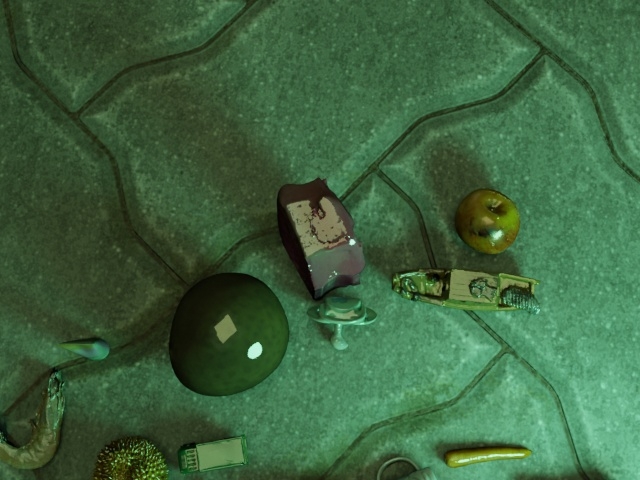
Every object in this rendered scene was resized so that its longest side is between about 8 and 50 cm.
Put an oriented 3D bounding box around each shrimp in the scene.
[{"bbox_3d":[-0.621,0.373,1.714,0.152,0.046,0.219,11,79,0],"label":"shrimp"}]

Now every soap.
[{"bbox_3d":[0.000,0.000,1.641,0.127,0.325,0.220,-24,81,-8],"label":"soap"}]

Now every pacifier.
[{"bbox_3d":[0.045,0.181,1.719,0.150,0.127,0.117,3,102,-5],"label":"pacifier"}]

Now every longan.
[{"bbox_3d":[-0.191,0.192,1.641,0.258,0.258,0.258,0,78,1],"label":"longan"}]

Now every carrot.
[{"bbox_3d":[0.353,0.450,1.687,0.190,0.037,0.037,-6,78,-2],"label":"carrot"}]

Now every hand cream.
[{"bbox_3d":[-0.487,0.222,1.676,0.076,0.174,0.047,-1,78,0],"label":"hand cream"}]

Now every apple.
[{"bbox_3d":[0.363,-0.042,1.742,0.146,0.146,0.146,0,78,1],"label":"apple"}]

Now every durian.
[{"bbox_3d":[-0.389,0.483,1.648,0.158,0.137,0.168,11,64,-16],"label":"durian"}]

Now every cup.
[{"bbox_3d":[0.175,0.515,1.644,0.133,0.099,0.136,-21,80,-3],"label":"cup"}]

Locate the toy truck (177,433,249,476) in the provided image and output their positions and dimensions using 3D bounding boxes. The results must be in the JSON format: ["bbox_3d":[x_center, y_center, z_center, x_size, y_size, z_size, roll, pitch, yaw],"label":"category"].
[{"bbox_3d":[-0.225,0.449,1.675,0.147,0.079,0.065,-10,79,1],"label":"toy truck"}]

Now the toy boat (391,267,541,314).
[{"bbox_3d":[0.312,0.104,1.718,0.321,0.121,0.089,6,84,2],"label":"toy boat"}]
